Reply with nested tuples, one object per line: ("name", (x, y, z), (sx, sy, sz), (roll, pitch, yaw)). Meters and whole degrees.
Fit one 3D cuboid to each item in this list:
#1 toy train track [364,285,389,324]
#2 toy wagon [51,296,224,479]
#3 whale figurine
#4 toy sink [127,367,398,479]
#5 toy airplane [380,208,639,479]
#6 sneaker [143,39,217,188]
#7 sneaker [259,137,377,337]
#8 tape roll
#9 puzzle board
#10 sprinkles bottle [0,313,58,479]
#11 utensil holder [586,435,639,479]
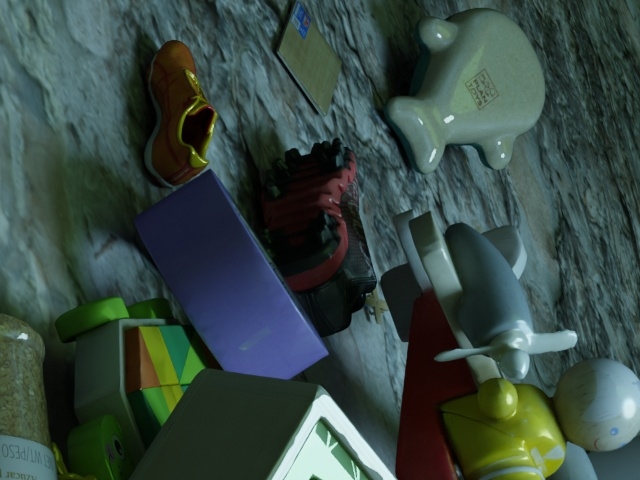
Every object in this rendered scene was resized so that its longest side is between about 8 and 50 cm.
("toy train track", (0.045, 0.065, 1.957), (0.083, 0.014, 0.048), (17, 60, -52))
("toy wagon", (-0.120, 0.172, 1.396), (0.344, 0.068, 0.267), (13, 55, -78))
("whale figurine", (0.163, -0.178, 2.318), (0.272, 0.141, 0.216), (-41, 106, -40))
("toy sink", (-0.057, 0.228, 1.248), (0.234, 0.131, 0.153), (-57, 130, -27))
("toy airplane", (0.173, 0.141, 1.738), (0.386, 0.272, 0.384), (-25, 108, -70))
("sneaker", (-0.123, -0.122, 1.720), (0.064, 0.067, 0.175), (39, 33, -42))
("sneaker", (0.000, 0.000, 1.827), (0.276, 0.098, 0.135), (-84, 155, -60))
("tape roll", (-0.075, 0.038, 1.566), (0.189, 0.080, 0.189), (58, 1, -1))
("puzzle board", (-0.014, -0.207, 2.090), (0.096, 0.011, 0.128), (53, 26, -24))
("sprinkles bottle", (-0.215, 0.224, 1.150), (0.121, 0.121, 0.355), (31, 41, -52))
("utensil holder", (0.455, 0.353, 2.073), (0.327, 0.385, 0.327), (47, 30, -38))
